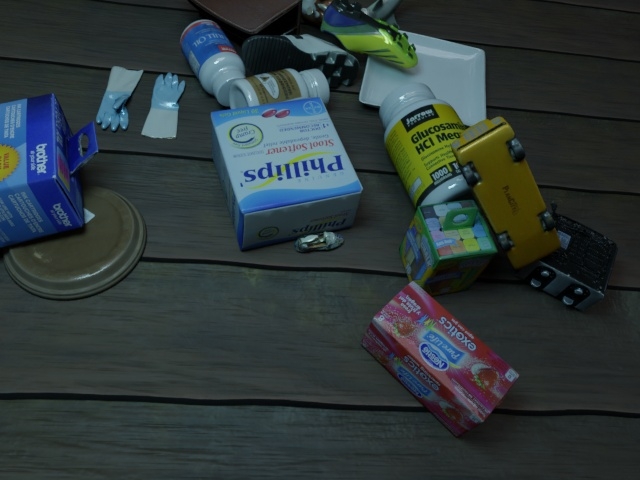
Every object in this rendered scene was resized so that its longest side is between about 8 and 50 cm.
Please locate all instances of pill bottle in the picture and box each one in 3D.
[{"bbox_3d":[-0.266,-0.452,1.340,0.124,0.124,0.222,-22,63,-21],"label":"pill bottle"},{"bbox_3d":[0.262,-0.205,1.222,0.187,0.188,0.334,-12,59,-16],"label":"pill bottle"},{"bbox_3d":[-0.098,-0.354,1.295,0.229,0.131,0.131,-22,63,-27],"label":"pill bottle"}]

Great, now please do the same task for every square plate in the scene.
[{"bbox_3d":[0.294,-0.458,1.477,0.347,0.049,0.344,12,57,-1],"label":"square plate"}]

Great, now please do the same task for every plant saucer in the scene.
[{"bbox_3d":[-0.502,-0.010,1.065,0.277,0.041,0.278,4,56,-6],"label":"plant saucer"}]

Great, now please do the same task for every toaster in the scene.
[{"bbox_3d":[0.543,0.039,1.153,0.168,0.110,0.186,29,58,10],"label":"toaster"}]

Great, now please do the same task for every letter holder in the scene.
[{"bbox_3d":[-0.235,-0.625,1.445,0.301,0.152,0.214,37,61,15],"label":"letter holder"}]

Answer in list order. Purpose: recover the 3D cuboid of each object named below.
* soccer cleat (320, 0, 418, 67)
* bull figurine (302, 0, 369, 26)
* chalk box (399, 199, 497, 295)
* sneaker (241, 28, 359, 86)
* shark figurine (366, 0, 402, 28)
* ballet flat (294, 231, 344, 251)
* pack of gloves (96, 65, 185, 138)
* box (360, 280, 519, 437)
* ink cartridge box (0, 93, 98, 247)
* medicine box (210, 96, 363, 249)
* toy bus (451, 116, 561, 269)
[{"bbox_3d":[0.134,-0.549,1.430,0.289,0.121,0.094,26,46,-15],"label":"soccer cleat"},{"bbox_3d":[-0.005,-0.682,1.511,0.310,0.101,0.188,35,19,32],"label":"bull figurine"},{"bbox_3d":[0.262,0.008,1.067,0.132,0.213,0.132,-7,59,-12],"label":"chalk box"},{"bbox_3d":[-0.070,-0.492,1.397,0.330,0.123,0.146,0,42,-32],"label":"sneaker"},{"bbox_3d":[0.228,-0.707,1.584,0.116,0.278,0.166,52,22,-18],"label":"shark figurine"},{"bbox_3d":[0.000,0.000,1.136,0.114,0.041,0.041,-10,59,-15],"label":"ballet flat"},{"bbox_3d":[-0.446,-0.359,1.299,0.194,0.046,0.232,3,57,-6],"label":"pack of gloves"},{"bbox_3d":[0.213,0.220,0.972,0.122,0.128,0.257,-38,70,-28],"label":"box"},{"bbox_3d":[-0.631,-0.131,1.023,0.395,0.151,0.270,-15,54,-13],"label":"ink cartridge box"},{"bbox_3d":[-0.084,-0.154,1.159,0.263,0.149,0.289,-12,59,-16],"label":"medicine box"},{"bbox_3d":[0.359,-0.090,1.012,0.108,0.333,0.130,-29,32,16],"label":"toy bus"}]
